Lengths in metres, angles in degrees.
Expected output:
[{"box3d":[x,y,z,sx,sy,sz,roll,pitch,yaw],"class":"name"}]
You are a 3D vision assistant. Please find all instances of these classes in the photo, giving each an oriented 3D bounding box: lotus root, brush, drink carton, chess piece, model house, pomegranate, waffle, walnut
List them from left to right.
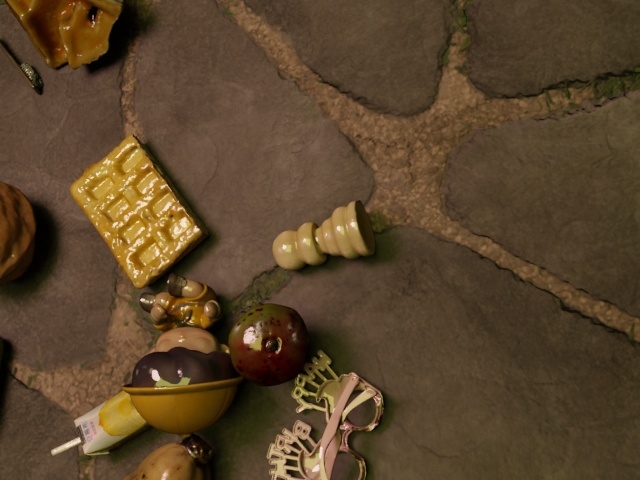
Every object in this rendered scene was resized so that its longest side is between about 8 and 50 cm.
[{"box3d":[-0.630,-0.012,1.222,0.213,0.213,0.214,-4,77,16],"class":"walnut"},{"box3d":[-0.646,-0.384,1.399,0.027,0.034,0.190,-40,70,-6],"class":"brush"},{"box3d":[-0.531,-0.455,1.311,0.268,0.173,0.239,50,125,22],"class":"model house"},{"box3d":[-0.366,0.322,1.133,0.200,0.074,0.084,-31,70,9],"class":"drink carton"},{"box3d":[-0.339,-0.055,1.220,0.168,0.057,0.274,-42,70,4],"class":"waffle"},{"box3d":[-0.269,0.428,1.038,0.140,0.154,0.257,39,87,26],"class":"lotus root"},{"box3d":[-0.080,0.173,1.032,0.129,0.159,0.130,0,55,0],"class":"pomegranate"},{"box3d":[0.000,0.000,1.099,0.170,0.094,0.094,-16,73,20],"class":"chess piece"}]

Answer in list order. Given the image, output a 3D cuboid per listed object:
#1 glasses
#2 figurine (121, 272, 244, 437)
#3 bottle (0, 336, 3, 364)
[{"box3d":[-0.004,0.306,1.023,0.162,0.095,0.256,13,79,27],"class":"glasses"},{"box3d":[-0.219,0.190,1.077,0.192,0.167,0.257,-13,51,17],"class":"figurine"},{"box3d":[-0.666,0.301,1.206,0.112,0.112,0.260,2,78,17],"class":"bottle"}]
